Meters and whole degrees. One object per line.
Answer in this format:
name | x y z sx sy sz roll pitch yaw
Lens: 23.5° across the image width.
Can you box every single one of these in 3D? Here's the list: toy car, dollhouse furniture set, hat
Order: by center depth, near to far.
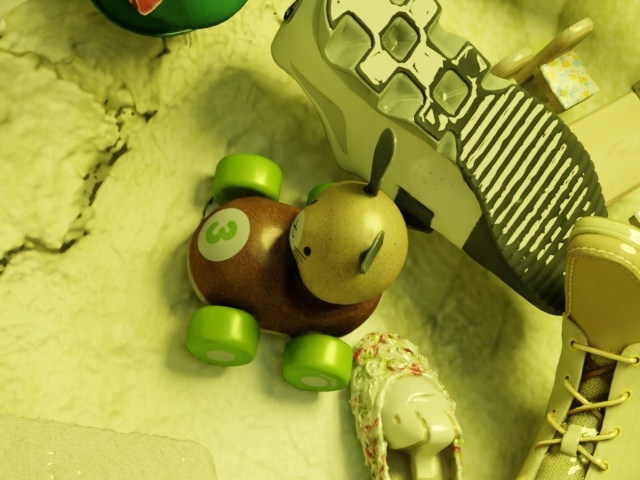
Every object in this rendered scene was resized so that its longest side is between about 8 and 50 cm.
toy car | 0.000 0.000 1.088 0.149 0.188 0.155 17 63 -19
hat | -0.066 -0.180 1.102 0.208 0.173 0.183 -26 46 -19
dollhouse furniture set | 0.277 -0.095 1.274 0.242 0.161 0.212 -28 83 -31

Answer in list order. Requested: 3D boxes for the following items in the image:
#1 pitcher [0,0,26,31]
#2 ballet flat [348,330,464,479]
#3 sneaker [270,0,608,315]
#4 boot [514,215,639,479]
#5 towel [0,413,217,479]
pitcher | -0.251 -0.156 1.022 0.178 0.207 0.125 -7 73 -28
ballet flat | 0.079 0.173 1.121 0.091 0.077 0.241 -2 70 -25
sneaker | 0.093 -0.069 1.194 0.330 0.146 0.122 49 62 -13
boot | 0.192 0.129 1.118 0.095 0.262 0.203 19 57 30
towel | -0.186 0.184 0.966 0.282 0.049 0.187 10 39 -23
